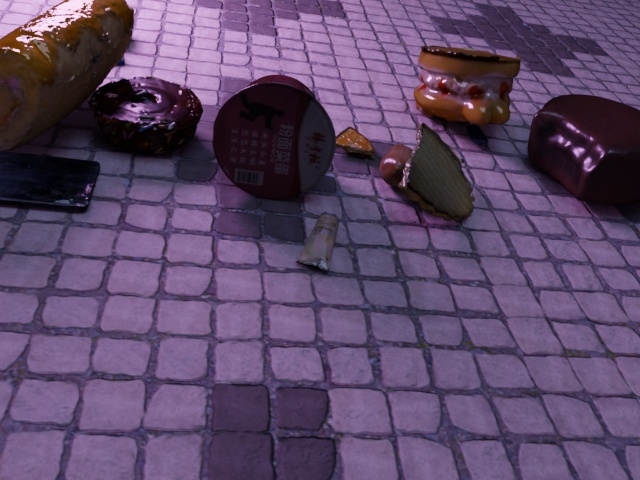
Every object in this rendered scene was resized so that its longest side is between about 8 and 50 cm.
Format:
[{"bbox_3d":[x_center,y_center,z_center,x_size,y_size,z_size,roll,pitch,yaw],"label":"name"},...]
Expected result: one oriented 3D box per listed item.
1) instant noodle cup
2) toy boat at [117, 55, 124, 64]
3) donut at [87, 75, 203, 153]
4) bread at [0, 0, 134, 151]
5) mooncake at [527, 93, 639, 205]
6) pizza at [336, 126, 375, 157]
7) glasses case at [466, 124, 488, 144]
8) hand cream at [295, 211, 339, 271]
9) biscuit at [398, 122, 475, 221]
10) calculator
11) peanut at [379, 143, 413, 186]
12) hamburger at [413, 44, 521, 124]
[{"bbox_3d":[-0.088,-0.224,1.317,0.235,0.234,0.178,9,28,-5],"label":"instant noodle cup"},{"bbox_3d":[-0.600,-0.464,1.619,0.229,0.045,0.080,-1,42,-21],"label":"toy boat"},{"bbox_3d":[-0.366,-0.263,1.384,0.235,0.089,0.235,8,38,-7],"label":"donut"},{"bbox_3d":[-0.524,-0.357,1.320,0.165,0.236,0.375,41,35,-15],"label":"bread"},{"bbox_3d":[0.648,-0.206,1.541,0.326,0.174,0.334,26,42,22],"label":"mooncake"},{"bbox_3d":[0.063,-0.223,1.510,0.109,0.026,0.123,-6,40,-30],"label":"pizza"},{"bbox_3d":[0.395,-0.263,1.664,0.034,0.023,0.083,1,39,-12],"label":"glasses case"},{"bbox_3d":[0.000,0.000,1.196,0.061,0.039,0.143,17,42,2],"label":"hand cream"},{"bbox_3d":[0.250,-0.125,1.377,0.187,0.036,0.273,41,37,-10],"label":"biscuit"},{"bbox_3d":[-0.540,-0.112,1.193,0.262,0.021,0.161,6,37,-10],"label":"calculator"},{"bbox_3d":[0.172,-0.167,1.430,0.076,0.076,0.152,17,31,6],"label":"peanut"},{"bbox_3d":[0.380,-0.389,1.678,0.261,0.186,0.303,-6,21,-28],"label":"hamburger"}]
